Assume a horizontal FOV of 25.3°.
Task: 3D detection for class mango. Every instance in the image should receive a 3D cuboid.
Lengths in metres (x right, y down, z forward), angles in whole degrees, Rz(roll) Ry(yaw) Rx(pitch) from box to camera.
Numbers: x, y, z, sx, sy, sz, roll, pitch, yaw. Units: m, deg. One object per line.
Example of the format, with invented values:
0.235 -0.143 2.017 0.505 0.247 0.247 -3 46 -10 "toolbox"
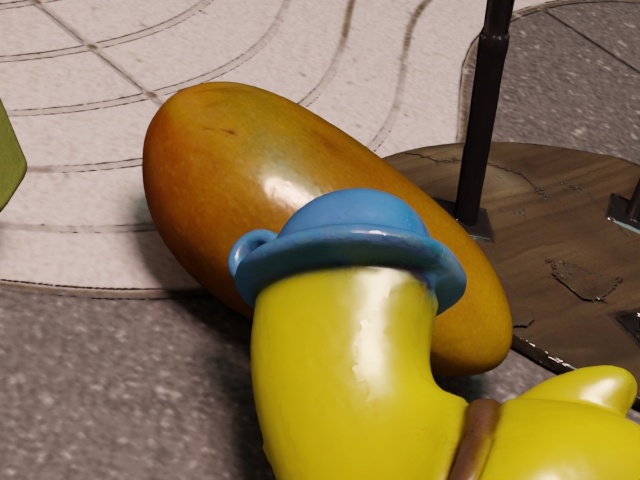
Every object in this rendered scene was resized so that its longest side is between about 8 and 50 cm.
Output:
0.000 0.000 0.833 0.253 0.113 0.138 35 31 8 "mango"

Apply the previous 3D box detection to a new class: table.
0.226 -0.070 0.928 0.317 0.249 0.317 14 34 -10 "table"

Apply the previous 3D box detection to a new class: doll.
0.059 0.115 0.659 0.199 0.145 0.363 -37 57 -7 "doll"

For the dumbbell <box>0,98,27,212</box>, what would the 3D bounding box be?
-0.238 0.014 0.682 0.108 0.121 0.302 43 29 -18 "dumbbell"
